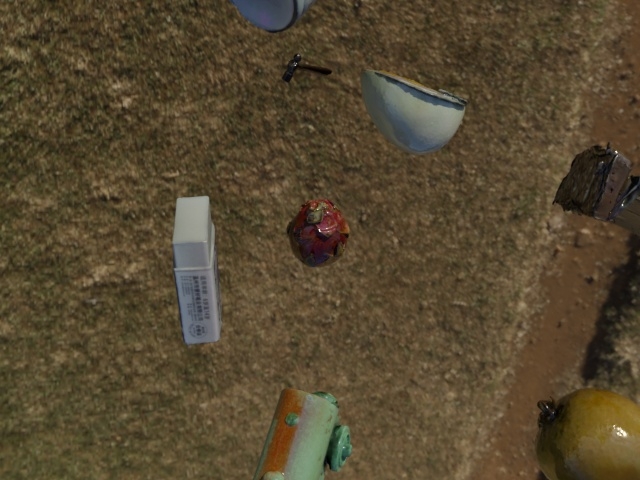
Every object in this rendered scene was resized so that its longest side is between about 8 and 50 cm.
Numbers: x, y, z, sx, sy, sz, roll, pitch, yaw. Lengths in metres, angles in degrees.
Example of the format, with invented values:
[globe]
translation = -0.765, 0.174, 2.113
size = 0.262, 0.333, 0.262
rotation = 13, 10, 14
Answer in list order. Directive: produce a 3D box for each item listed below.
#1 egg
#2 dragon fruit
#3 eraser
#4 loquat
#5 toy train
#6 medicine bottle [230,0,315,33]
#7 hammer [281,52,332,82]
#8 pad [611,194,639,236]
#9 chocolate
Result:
[egg]
translation = 0.210, -0.320, 1.808
size = 0.264, 0.286, 0.174
rotation = -3, 118, -63
[dragon fruit]
translation = 0.000, 0.000, 1.454
size = 0.125, 0.125, 0.246
rotation = -44, 169, -7
[eraser]
translation = -0.197, 0.049, 1.151
size = 0.068, 0.124, 0.210
rotation = -2, 128, -4
[loquat]
translation = 0.340, 0.253, 0.888
size = 0.163, 0.163, 0.137
rotation = 35, 80, -36
[toy train]
translation = -0.044, 0.330, 0.956
size = 0.116, 0.285, 0.177
rotation = 12, 157, 19
[medicine bottle]
translation = -0.040, -0.614, 1.520
size = 0.332, 0.190, 0.190
rotation = -54, 137, -28
[hammer]
translation = -0.024, -0.368, 1.553
size = 0.065, 0.021, 0.178
rotation = -56, 162, 23
[pad]
translation = 0.667, -0.056, 1.529
size = 0.022, 0.174, 0.233
rotation = -56, 143, -2
[chocolate]
translation = 0.377, -0.077, 0.988
size = 0.065, 0.329, 0.102
rotation = 26, 101, 9
